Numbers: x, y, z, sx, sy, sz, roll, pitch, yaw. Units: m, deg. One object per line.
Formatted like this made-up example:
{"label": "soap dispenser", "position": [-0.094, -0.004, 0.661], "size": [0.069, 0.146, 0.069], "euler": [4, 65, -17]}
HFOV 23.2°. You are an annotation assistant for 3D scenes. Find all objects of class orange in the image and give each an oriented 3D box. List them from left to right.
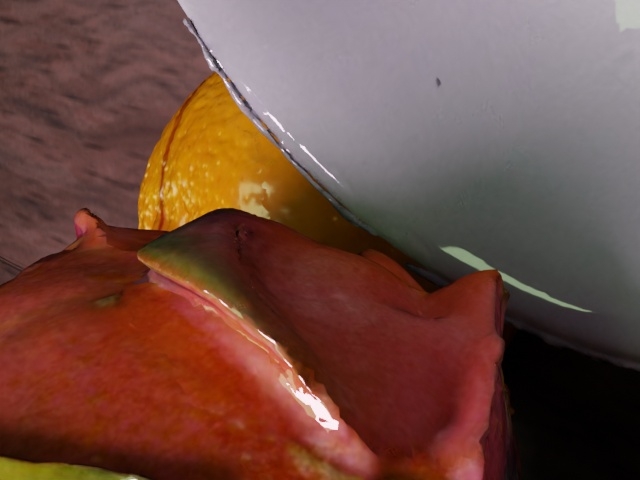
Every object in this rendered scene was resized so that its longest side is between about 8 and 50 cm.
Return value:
{"label": "orange", "position": [0.000, 0.000, 0.709], "size": [0.193, 0.161, 0.193], "euler": [-5, 83, 56]}

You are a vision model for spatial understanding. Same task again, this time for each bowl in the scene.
{"label": "bowl", "position": [0.099, -0.136, 0.481], "size": [0.345, 0.157, 0.345], "euler": [31, 145, 24]}

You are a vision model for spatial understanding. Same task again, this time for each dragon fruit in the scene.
{"label": "dragon fruit", "position": [-0.013, 0.129, 0.527], "size": [0.189, 0.290, 0.290], "euler": [5, 96, 16]}
